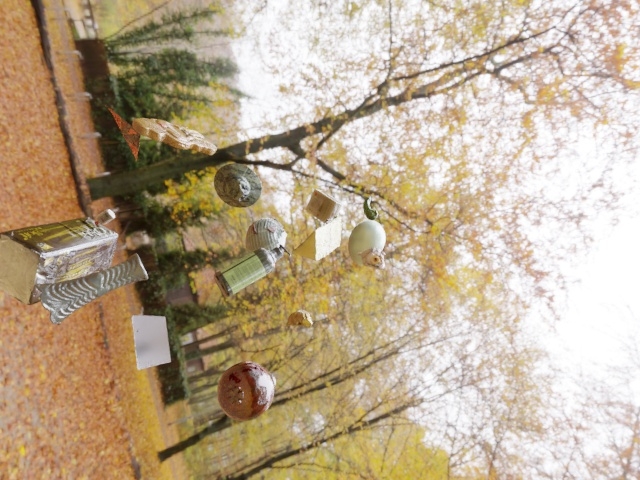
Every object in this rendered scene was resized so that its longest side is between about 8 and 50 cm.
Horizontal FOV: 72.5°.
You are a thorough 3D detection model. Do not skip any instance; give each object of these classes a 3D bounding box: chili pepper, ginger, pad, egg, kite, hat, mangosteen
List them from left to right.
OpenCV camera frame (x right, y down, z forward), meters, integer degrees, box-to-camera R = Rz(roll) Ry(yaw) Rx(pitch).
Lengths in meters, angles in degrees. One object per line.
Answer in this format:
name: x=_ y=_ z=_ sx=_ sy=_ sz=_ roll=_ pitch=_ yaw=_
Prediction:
kite: x=-0.674 y=-0.378 z=1.555 sx=0.125 sy=0.008 sz=0.222 roll=10 pitch=-49 yaw=36
pad: x=-0.535 y=0.318 z=1.387 sx=0.265 sy=0.009 sz=0.159 roll=84 pitch=-4 yaw=-79
hat: x=-0.447 y=-0.277 z=2.314 sx=0.128 sy=0.266 sz=0.265 roll=-93 pitch=178 yaw=-71
mangosteen: x=-0.266 y=0.562 z=1.650 sx=0.257 sy=0.215 sz=0.215 roll=25 pitch=44 yaw=-69
ginger: x=-0.107 y=0.382 z=2.133 sx=0.205 sy=0.115 sz=0.081 roll=168 pitch=-75 yaw=-80
egg: x=0.233 y=0.014 z=2.247 sx=0.183 sy=0.183 sz=0.264 roll=59 pitch=-38 yaw=40
chili pepper: x=0.240 y=-0.146 z=2.100 sx=0.182 sy=0.050 sz=0.073 roll=-106 pitch=-169 yaw=-59

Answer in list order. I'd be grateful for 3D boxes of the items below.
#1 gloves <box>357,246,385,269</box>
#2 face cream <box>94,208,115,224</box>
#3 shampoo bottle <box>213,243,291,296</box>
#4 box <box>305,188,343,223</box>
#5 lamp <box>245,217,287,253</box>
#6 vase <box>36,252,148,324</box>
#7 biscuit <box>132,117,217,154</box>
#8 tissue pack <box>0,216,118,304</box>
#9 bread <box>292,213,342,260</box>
gloves: x=0.230 y=0.076 z=1.881 sx=0.144 sy=0.110 sz=0.094 roll=-165 pitch=-96 yaw=-72
face cream: x=-0.752 y=-0.077 z=1.515 sx=0.040 sy=0.083 sz=0.021 roll=57 pitch=23 yaw=-19
shampoo bottle: x=-0.246 y=0.097 z=1.603 sx=0.101 sy=0.284 sz=0.101 roll=46 pitch=-25 yaw=29
box: x=0.017 y=-0.183 z=2.389 sx=0.201 sy=0.058 sz=0.141 roll=36 pitch=-73 yaw=42
lamp: x=-0.296 y=-0.009 z=2.409 sx=0.265 sy=0.233 sz=0.233 roll=-83 pitch=171 yaw=-64
vase: x=-0.569 y=0.114 z=1.112 sx=0.115 sy=0.237 sz=0.115 roll=46 pitch=-31 yaw=38
biscuit: x=-0.506 y=-0.371 z=1.528 sx=0.186 sy=0.295 sz=0.044 roll=37 pitch=-70 yaw=27
tissue pack: x=-0.927 y=0.055 z=1.551 sx=0.370 sy=0.198 sz=0.210 roll=-37 pitch=150 yaw=-70
bread: x=0.000 y=0.000 z=1.913 sx=0.178 sy=0.266 sz=0.141 roll=-27 pitch=-89 yaw=34
